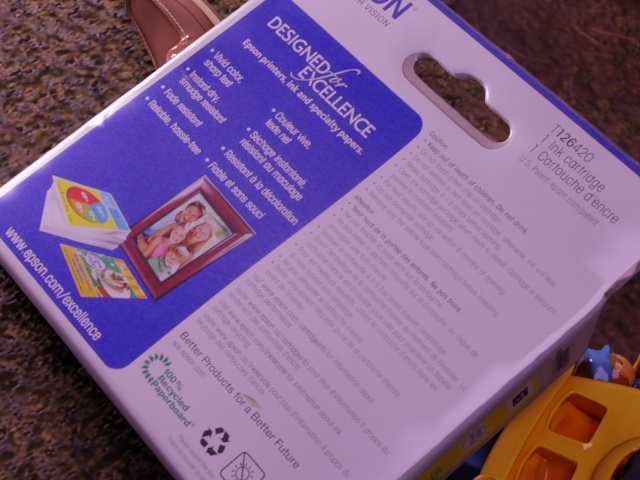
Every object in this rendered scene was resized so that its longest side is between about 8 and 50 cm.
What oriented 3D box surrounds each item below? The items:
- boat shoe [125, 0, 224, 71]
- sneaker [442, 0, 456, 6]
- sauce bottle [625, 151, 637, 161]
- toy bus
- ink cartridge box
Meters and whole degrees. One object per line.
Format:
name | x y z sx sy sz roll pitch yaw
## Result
boat shoe | -0.084 -0.108 0.896 0.060 0.064 0.178 -27 73 -30
sneaker | 0.027 -0.271 0.992 0.222 0.118 0.083 38 57 8
sauce bottle | 0.173 -0.032 0.939 0.128 0.042 0.042 -19 67 -26
toy bus | 0.159 0.128 0.794 0.211 0.149 0.220 25 54 19
ink cartridge box | 0.000 0.000 0.774 0.307 0.072 0.303 -38 63 -13
